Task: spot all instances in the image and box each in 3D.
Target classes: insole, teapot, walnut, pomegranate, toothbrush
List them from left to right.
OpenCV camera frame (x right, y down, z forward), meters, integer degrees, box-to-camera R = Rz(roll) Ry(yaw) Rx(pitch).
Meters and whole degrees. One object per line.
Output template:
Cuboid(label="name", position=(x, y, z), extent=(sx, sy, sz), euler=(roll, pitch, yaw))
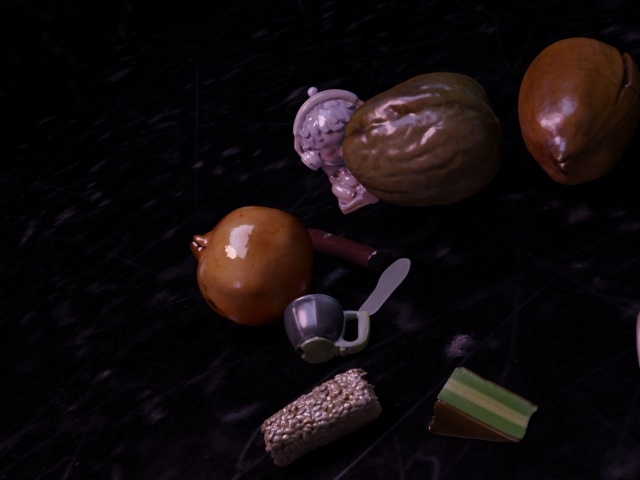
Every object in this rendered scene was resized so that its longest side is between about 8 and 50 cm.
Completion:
Cuboid(label="pomegranate", position=(-0.105, 0.039, 1.729), extent=(0.209, 0.209, 0.209), euler=(-21, 26, 11))
Cuboid(label="toothbrush", position=(0.000, 0.001, 1.892), extent=(0.041, 0.041, 0.364), euler=(-37, 28, -21))
Cuboid(label="teapot", position=(0.007, 0.135, 1.585), extent=(0.124, 0.092, 0.091), euler=(-25, 42, 16))
Cuboid(label="insole", position=(0.106, 0.074, 1.700), extent=(0.053, 0.002, 0.152), euler=(-1, 35, 41))
Cuboid(label="walnut", position=(0.182, -0.171, 1.835), extent=(0.283, 0.283, 0.227), euler=(-14, 59, 24))
Cuboid(label="walnut", position=(0.419, -0.204, 1.715), extent=(0.209, 0.209, 0.336), euler=(-10, 30, 30))

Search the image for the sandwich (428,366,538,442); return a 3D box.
Cuboid(label="sandwich", position=(0.206, 0.226, 1.327), extent=(0.116, 0.074, 0.074), euler=(26, 48, 18))

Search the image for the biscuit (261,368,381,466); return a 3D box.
Cuboid(label="biscuit", position=(0.001, 0.240, 1.410), extent=(0.168, 0.082, 0.070), euler=(-28, 51, -4))

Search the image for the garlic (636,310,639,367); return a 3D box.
Cuboid(label="garlic", position=(0.465, 0.080, 1.276), extent=(0.143, 0.112, 0.318), euler=(-14, 17, 29))

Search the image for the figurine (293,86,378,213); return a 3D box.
Cuboid(label="figurine", position=(0.037, -0.180, 1.981), extent=(0.162, 0.236, 0.141), euler=(-22, 19, 2))
